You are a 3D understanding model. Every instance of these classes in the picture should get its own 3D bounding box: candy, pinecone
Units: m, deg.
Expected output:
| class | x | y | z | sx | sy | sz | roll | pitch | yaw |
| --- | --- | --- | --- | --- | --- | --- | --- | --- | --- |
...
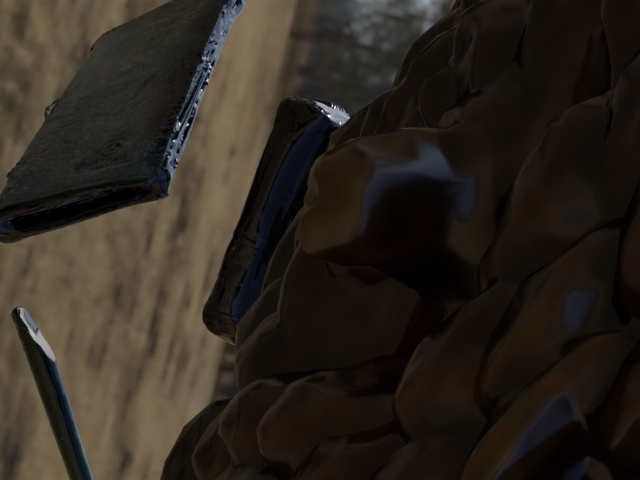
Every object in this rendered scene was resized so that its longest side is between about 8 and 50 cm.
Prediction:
| class | x | y | z | sx | sy | sz | roll | pitch | yaw |
| --- | --- | --- | --- | --- | --- | --- | --- | --- | --- |
| candy | -0.151 | 0.197 | 1.291 | 0.097 | 0.097 | 0.323 | -97 | 170 | -88 |
| pinecone | 0.156 | 0.040 | 0.589 | 0.398 | 0.397 | 0.398 | -166 | -90 | -89 |

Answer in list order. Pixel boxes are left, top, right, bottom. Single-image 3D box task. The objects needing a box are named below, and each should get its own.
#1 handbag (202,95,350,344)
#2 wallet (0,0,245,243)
| class | x | y | z | sx | sy | sz | roll | pitch | yaw |
| --- | --- | --- | --- | --- | --- | --- | --- | --- | --- |
| handbag | 0.000 | 0.000 | 1.831 | 0.244 | 0.088 | 0.275 | -67 | 159 | 0 |
| wallet | -0.193 | -0.133 | 1.868 | 0.046 | 0.190 | 0.379 | 62 | 24 | -27 |
